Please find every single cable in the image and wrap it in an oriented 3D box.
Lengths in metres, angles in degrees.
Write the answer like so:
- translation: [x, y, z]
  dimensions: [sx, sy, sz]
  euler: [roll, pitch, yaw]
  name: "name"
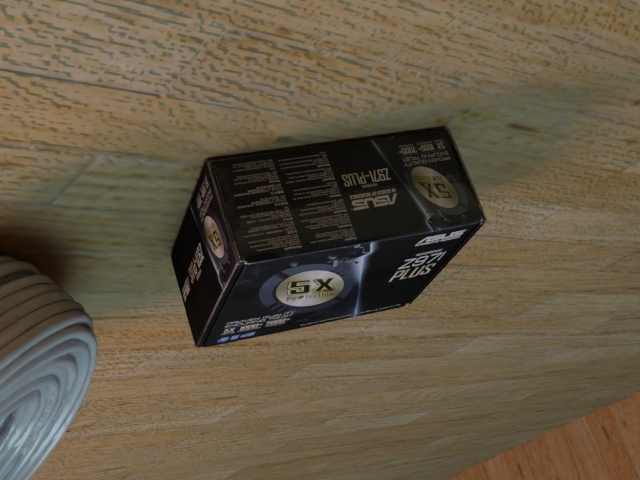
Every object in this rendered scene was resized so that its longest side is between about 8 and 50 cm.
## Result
- translation: [-0.254, 0.129, 0.681]
  dimensions: [0.257, 0.089, 0.257]
  euler: [-42, 168, -53]
  name: "cable"

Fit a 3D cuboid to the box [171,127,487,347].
- translation: [0.000, 0.000, 0.740]
  dimensions: [0.180, 0.078, 0.147]
  euler: [-9, 157, -23]
  name: "box"
